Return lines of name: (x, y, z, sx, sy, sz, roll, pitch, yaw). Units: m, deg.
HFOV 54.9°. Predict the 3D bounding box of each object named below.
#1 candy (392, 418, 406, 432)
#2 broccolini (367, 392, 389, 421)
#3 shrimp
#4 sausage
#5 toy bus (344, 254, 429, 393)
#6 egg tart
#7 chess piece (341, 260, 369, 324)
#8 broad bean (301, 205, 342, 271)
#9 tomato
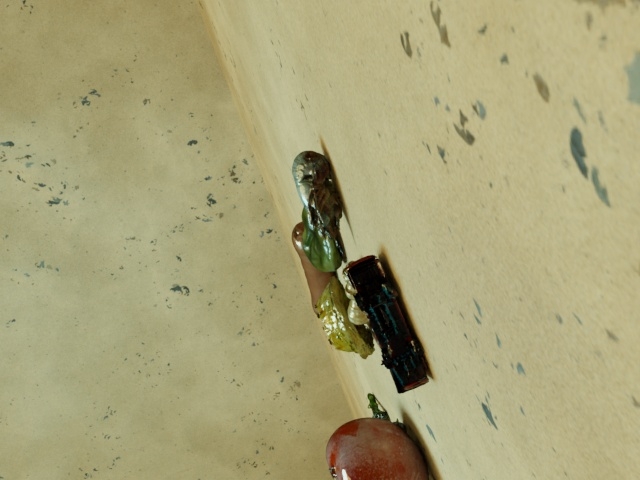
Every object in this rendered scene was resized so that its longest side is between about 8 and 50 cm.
candy: (0.201, 0.503, 1.607, 0.045, 0.043, 0.175, 52, 165, 33)
broccolini: (0.179, 0.534, 1.939, 0.216, 0.058, 0.067, -104, 34, -86)
shrimp: (0.008, -0.069, 1.214, 0.090, 0.079, 0.232, -54, -51, -54)
sausage: (-0.004, 0.095, 1.737, 0.094, 0.094, 0.419, 58, 169, 39)
toy bus: (0.112, 0.138, 1.043, 0.096, 0.074, 0.234, -46, -66, -90)
egg tart: (0.052, 0.190, 1.452, 0.212, 0.090, 0.212, 61, -175, -9)
chess piece: (0.077, 0.106, 1.289, 0.172, 0.060, 0.060, 78, 168, -46)
broad bean: (0.002, -0.002, 1.465, 0.153, 0.072, 0.206, 51, 165, 27)
tomato: (0.139, 0.556, 1.472, 0.270, 0.227, 0.270, 165, 90, -76)
